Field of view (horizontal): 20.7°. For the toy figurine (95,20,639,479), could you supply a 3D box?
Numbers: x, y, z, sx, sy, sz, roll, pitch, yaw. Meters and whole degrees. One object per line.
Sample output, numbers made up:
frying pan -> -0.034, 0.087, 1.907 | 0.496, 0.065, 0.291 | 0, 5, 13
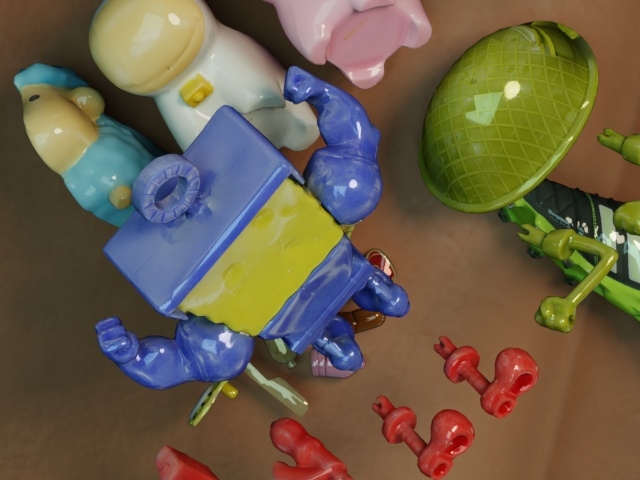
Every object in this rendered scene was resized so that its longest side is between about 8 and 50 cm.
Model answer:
toy figurine -> 0.000, 0.000, 0.953 | 0.362, 0.217, 0.191 | -49, 44, 7

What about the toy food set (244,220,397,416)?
toy food set -> 0.005, 0.047, 1.111 | 0.078, 0.019, 0.122 | 39, 96, 2

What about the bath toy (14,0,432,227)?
bath toy -> -0.018, -0.154, 1.033 | 0.348, 0.151, 0.129 | -37, 56, 13

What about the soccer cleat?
soccer cleat -> 0.182, 0.001, 1.055 | 0.179, 0.060, 0.072 | 38, 79, 7
